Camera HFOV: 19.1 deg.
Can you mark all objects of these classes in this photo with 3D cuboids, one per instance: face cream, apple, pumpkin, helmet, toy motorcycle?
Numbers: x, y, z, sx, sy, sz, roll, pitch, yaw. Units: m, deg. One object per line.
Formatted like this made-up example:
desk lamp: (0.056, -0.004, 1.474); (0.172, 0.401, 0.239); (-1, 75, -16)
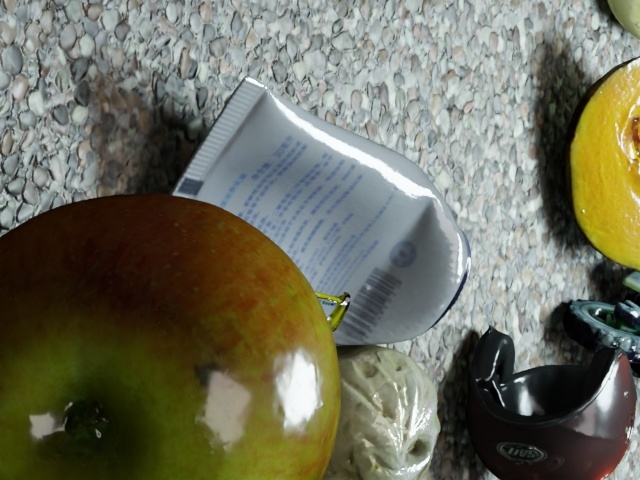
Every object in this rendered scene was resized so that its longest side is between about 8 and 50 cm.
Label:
face cream: (0.000, 0.000, 1.856); (0.420, 0.137, 0.235); (20, 106, -51)
apple: (-0.154, 0.128, 1.504); (0.339, 0.339, 0.339); (-10, 103, -53)
pumpkin: (0.362, -0.094, 2.385); (0.148, 0.169, 0.312); (-14, 112, -6)
helmet: (0.268, 0.200, 2.207); (0.216, 0.189, 0.193); (-16, 110, -60)
toy motorcycle: (0.489, 0.121, 2.470); (0.410, 0.237, 0.169); (-13, 133, -53)

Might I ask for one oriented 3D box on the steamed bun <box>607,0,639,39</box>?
steamed bun: (0.451, -0.366, 2.411); (0.273, 0.166, 0.232); (40, 50, -55)

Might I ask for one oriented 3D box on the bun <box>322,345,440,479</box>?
bun: (0.050, 0.205, 1.961); (0.178, 0.128, 0.193); (-6, 102, -55)

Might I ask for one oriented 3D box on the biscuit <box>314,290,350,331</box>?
biscuit: (-0.089, 0.044, 1.753); (0.292, 0.026, 0.048); (15, 111, -37)
